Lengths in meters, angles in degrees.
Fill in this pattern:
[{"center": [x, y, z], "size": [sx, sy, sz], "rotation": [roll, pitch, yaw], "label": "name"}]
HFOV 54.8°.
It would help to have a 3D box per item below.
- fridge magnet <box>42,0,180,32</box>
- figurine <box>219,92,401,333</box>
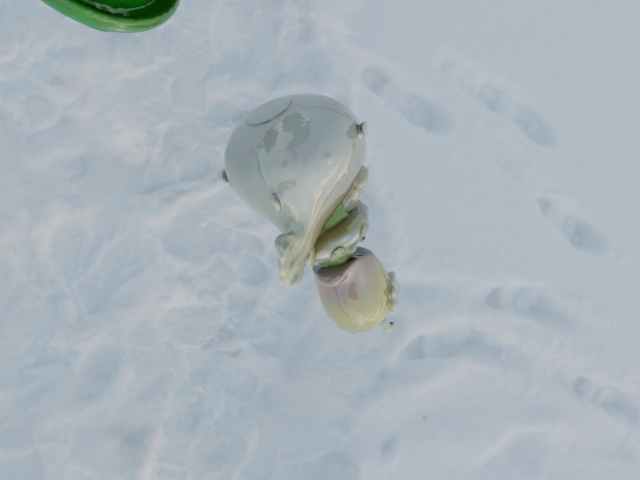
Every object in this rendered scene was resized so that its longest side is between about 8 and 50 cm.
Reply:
[{"center": [-0.234, -0.305, 0.629], "size": [0.208, 0.088, 0.208], "rotation": [25, 48, -31], "label": "fridge magnet"}, {"center": [0.000, 0.000, 0.879], "size": [0.394, 0.227, 0.274], "rotation": [64, 30, -28], "label": "figurine"}]
